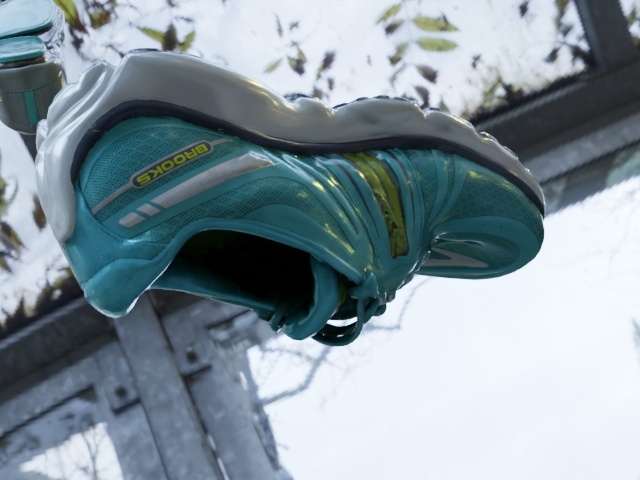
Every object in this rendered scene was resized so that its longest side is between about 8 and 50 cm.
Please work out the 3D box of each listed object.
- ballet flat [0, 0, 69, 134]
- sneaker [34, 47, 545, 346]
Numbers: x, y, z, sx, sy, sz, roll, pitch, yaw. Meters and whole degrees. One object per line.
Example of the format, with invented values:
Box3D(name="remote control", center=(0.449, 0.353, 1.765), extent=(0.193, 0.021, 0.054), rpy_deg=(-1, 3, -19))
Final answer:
Box3D(name="ballet flat", center=(-0.230, -0.135, 0.860), extent=(0.072, 0.213, 0.068), rpy_deg=(-12, -63, -8))
Box3D(name="sneaker", center=(0.000, 0.000, 0.511), extent=(0.275, 0.110, 0.107), rpy_deg=(5, -35, -37))
